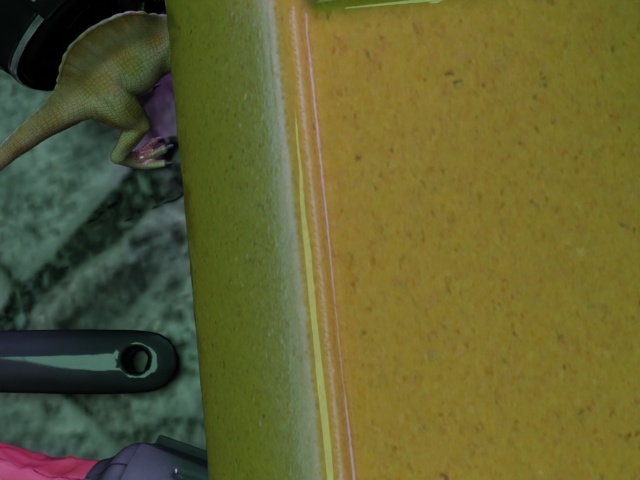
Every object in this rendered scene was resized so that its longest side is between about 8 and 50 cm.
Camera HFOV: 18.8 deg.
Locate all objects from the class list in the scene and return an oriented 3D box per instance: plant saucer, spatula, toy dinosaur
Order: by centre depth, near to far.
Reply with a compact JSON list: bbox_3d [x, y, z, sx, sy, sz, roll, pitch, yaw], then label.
[{"bbox_3d":[0.110,0.003,0.765,0.332,0.081,0.333,-7,77,1],"label":"plant saucer"},{"bbox_3d":[-0.095,-0.071,0.884,0.183,0.092,0.053,-36,66,4],"label":"toy dinosaur"},{"bbox_3d":[-0.208,0.060,0.932,0.296,0.030,0.084,-1,80,18],"label":"spatula"}]

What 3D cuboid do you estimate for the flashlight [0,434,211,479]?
[{"bbox_3d":[-0.169,0.093,0.854,0.304,0.103,0.103,14,91,15],"label":"flashlight"}]

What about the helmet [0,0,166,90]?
[{"bbox_3d":[-0.134,-0.167,0.886,0.169,0.169,0.161,-39,81,8],"label":"helmet"}]
